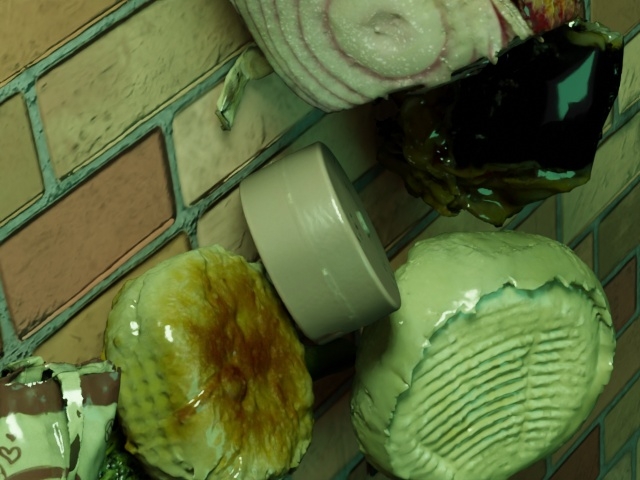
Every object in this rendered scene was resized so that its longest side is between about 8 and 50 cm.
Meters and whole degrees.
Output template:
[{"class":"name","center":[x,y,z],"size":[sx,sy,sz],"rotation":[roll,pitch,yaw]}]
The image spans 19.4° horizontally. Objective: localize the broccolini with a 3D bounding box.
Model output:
[{"class":"broccolini","center":[-0.094,0.151,1.523],"size":[0.392,0.074,0.078],"rotation":[-14,77,-54]}]

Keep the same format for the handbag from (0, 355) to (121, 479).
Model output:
[{"class":"handbag","center":[-0.230,0.199,1.265],"size":[0.213,0.127,0.235],"rotation":[0,105,-50]}]

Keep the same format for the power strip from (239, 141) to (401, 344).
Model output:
[{"class":"power strip","center":[0.000,0.000,1.481],"size":[0.078,0.154,0.154],"rotation":[-25,145,9]}]

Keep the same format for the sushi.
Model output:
[{"class":"sushi","center":[0.148,-0.108,1.607],"size":[0.213,0.200,0.204],"rotation":[-44,146,-72]}]

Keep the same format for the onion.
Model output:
[{"class":"onion","center":[0.066,-0.234,1.389],"size":[0.230,0.272,0.256],"rotation":[-56,144,-44]}]

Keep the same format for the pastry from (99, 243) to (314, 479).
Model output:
[{"class":"pastry","center":[-0.083,0.103,1.420],"size":[0.182,0.093,0.192],"rotation":[-14,84,-56]}]

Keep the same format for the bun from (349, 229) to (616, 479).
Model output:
[{"class":"bun","center":[0.133,0.092,1.658],"size":[0.259,0.152,0.259],"rotation":[-15,126,-22]}]

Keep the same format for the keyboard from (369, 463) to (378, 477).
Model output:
[{"class":"keyboard","center":[0.108,0.162,1.871],"size":[0.198,0.010,0.063],"rotation":[-36,137,-41]}]
